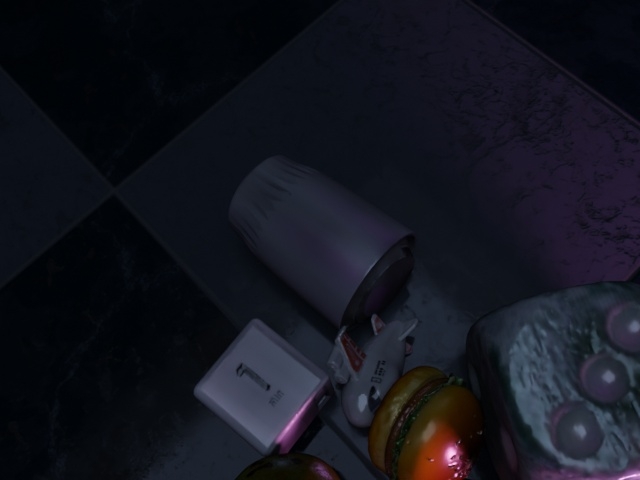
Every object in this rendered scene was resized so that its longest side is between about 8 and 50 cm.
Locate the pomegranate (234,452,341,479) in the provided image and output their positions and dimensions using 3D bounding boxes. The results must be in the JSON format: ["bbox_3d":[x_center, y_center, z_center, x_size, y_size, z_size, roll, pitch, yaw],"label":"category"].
[{"bbox_3d":[-0.097,0.521,1.221,0.323,0.291,0.291,0,69,7],"label":"pomegranate"}]

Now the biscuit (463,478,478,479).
[{"bbox_3d":[0.298,0.504,1.270,0.174,0.183,0.039,9,105,10],"label":"biscuit"}]

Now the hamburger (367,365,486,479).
[{"bbox_3d":[0.216,0.364,1.278,0.170,0.246,0.246,28,72,39],"label":"hamburger"}]

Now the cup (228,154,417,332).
[{"bbox_3d":[0.000,0.000,1.442,0.371,0.253,0.253,36,76,19],"label":"cup"}]

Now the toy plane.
[{"bbox_3d":[0.120,0.264,1.379,0.252,0.118,0.252,14,65,-33],"label":"toy plane"}]

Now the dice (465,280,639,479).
[{"bbox_3d":[0.468,0.285,1.245,0.327,0.330,0.348,-12,70,0],"label":"dice"}]

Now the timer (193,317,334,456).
[{"bbox_3d":[-0.107,0.302,1.364,0.195,0.192,0.194,35,76,16],"label":"timer"}]
